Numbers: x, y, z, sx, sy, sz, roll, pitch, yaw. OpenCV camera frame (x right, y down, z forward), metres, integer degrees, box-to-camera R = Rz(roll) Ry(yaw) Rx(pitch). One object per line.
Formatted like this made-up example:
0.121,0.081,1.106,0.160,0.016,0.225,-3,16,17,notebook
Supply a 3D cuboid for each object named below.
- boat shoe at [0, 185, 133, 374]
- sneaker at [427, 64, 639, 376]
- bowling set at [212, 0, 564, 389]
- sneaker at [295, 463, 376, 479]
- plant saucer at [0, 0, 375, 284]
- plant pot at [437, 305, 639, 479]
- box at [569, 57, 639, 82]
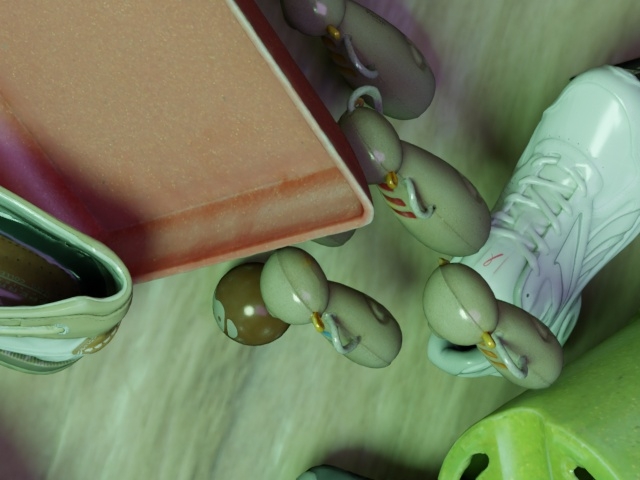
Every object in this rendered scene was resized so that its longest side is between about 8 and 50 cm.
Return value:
-0.246,-0.013,0.994,0.302,0.103,0.113,18,66,-23,boat shoe
0.139,-0.001,1.133,0.115,0.090,0.232,-15,132,-56,sneaker
0.000,0.000,1.066,0.200,0.287,0.154,-35,145,14,bowling set
0.093,0.201,1.217,0.267,0.101,0.106,31,70,-27,sneaker
-0.119,-0.098,0.998,0.259,0.258,0.048,54,46,-22,plant saucer
0.218,0.157,1.109,0.254,0.276,0.276,-16,107,-39,plant pot
0.298,-0.091,1.155,0.183,0.231,0.056,-18,108,-18,box
